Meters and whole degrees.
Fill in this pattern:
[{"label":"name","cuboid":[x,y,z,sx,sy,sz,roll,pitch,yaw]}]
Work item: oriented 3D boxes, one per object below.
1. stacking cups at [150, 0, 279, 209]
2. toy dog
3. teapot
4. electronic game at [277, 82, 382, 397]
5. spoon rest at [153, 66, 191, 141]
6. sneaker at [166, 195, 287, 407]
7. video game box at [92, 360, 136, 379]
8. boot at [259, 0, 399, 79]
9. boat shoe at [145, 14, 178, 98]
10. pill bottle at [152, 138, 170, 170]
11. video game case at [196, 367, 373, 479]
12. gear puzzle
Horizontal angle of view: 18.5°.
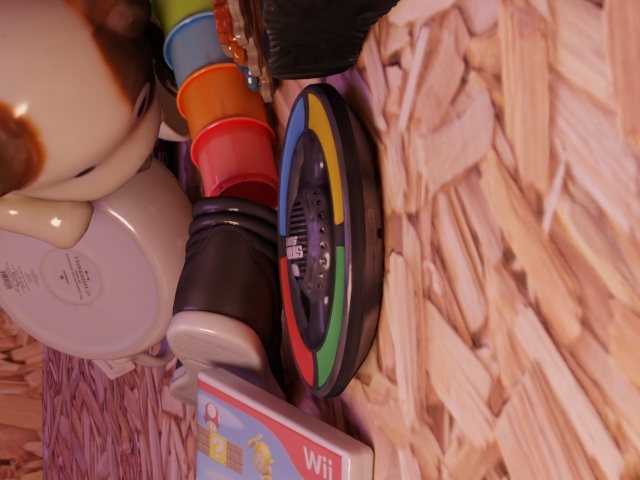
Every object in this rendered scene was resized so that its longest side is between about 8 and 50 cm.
[{"label":"stacking cups","cuboid":[-0.091,-0.156,1.728,0.096,0.096,0.316,102,158,-46]},{"label":"toy dog","cuboid":[-0.299,-0.174,1.809,0.408,0.284,0.395,26,153,46]},{"label":"teapot","cuboid":[-0.223,-0.006,2.083,0.256,0.252,0.187,-56,1,37]},{"label":"electronic game","cuboid":[0.000,0.000,1.433,0.229,0.048,0.229,178,90,-76]},{"label":"spoon rest","cuboid":[-0.183,-0.212,2.084,0.137,0.084,0.276,47,-162,-41]},{"label":"sneaker","cuboid":[-0.064,0.059,1.643,0.296,0.104,0.147,89,-165,-69]},{"label":"video game box","cuboid":[-0.318,0.053,2.596,0.187,0.048,0.205,48,-160,-44]},{"label":"boot","cuboid":[-0.010,-0.240,1.341,0.246,0.094,0.207,118,144,-76]},{"label":"boat shoe","cuboid":[-0.144,-0.194,1.942,0.233,0.084,0.079,-127,42,-65]},{"label":"pill bottle","cuboid":[-0.251,-0.079,2.245,0.162,0.162,0.278,-167,75,-76]},{"label":"video game case","cuboid":[-0.034,0.261,1.500,0.204,0.025,0.285,22,115,51]},{"label":"gear puzzle","cuboid":[-0.079,-0.226,1.537,0.339,0.044,0.175,65,-160,-77]}]
